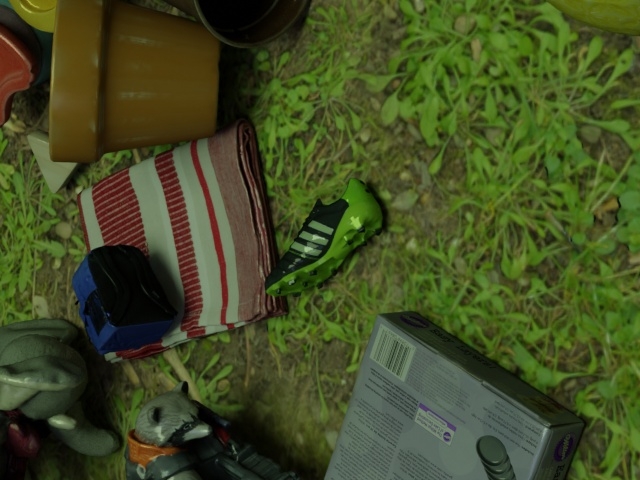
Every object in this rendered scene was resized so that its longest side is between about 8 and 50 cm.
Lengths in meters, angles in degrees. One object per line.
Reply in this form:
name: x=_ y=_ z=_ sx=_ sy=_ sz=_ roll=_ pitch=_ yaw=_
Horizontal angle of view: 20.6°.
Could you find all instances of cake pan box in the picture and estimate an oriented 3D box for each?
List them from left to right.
cake pan box: x=0.124 y=0.234 z=1.840 sx=0.267 sy=0.070 sz=0.246 roll=31 pitch=111 yaw=39

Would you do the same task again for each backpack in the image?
backpack: x=-0.250 y=0.071 z=2.123 sx=0.101 sy=0.098 sz=0.120 roll=-46 pitch=59 yaw=41

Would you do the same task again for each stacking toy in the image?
stacking toy: x=-0.320 y=-0.237 z=2.252 sx=0.309 sy=0.130 sz=0.279 roll=-32 pitch=97 yaw=44

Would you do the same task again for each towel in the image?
towel: x=-0.180 y=0.009 z=2.143 sx=0.329 sy=0.037 sz=0.237 roll=-19 pitch=79 yaw=43

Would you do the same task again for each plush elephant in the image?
plush elephant: x=-0.383 y=0.229 z=2.234 sx=0.255 sy=0.272 sz=0.330 roll=-26 pitch=109 yaw=6

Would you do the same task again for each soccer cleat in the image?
soccer cleat: x=0.000 y=0.000 z=1.958 sx=0.179 sy=0.060 sz=0.072 roll=-40 pitch=56 yaw=31

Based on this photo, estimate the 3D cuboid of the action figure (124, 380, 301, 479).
action figure: x=-0.128 y=0.325 z=1.997 sx=0.341 sy=0.178 sz=0.330 roll=11 pitch=119 yaw=59

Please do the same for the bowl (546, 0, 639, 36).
bowl: x=0.305 y=-0.269 z=1.546 sx=0.289 sy=0.289 sz=0.156 roll=32 pitch=157 yaw=38

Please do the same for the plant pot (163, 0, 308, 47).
plant pot: x=-0.120 y=-0.317 z=1.986 sx=0.165 sy=0.167 sz=0.167 roll=27 pitch=111 yaw=48

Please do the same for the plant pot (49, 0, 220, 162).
plant pot: x=-0.212 y=-0.188 z=2.032 sx=0.205 sy=0.188 sz=0.205 roll=-177 pitch=90 yaw=-84
